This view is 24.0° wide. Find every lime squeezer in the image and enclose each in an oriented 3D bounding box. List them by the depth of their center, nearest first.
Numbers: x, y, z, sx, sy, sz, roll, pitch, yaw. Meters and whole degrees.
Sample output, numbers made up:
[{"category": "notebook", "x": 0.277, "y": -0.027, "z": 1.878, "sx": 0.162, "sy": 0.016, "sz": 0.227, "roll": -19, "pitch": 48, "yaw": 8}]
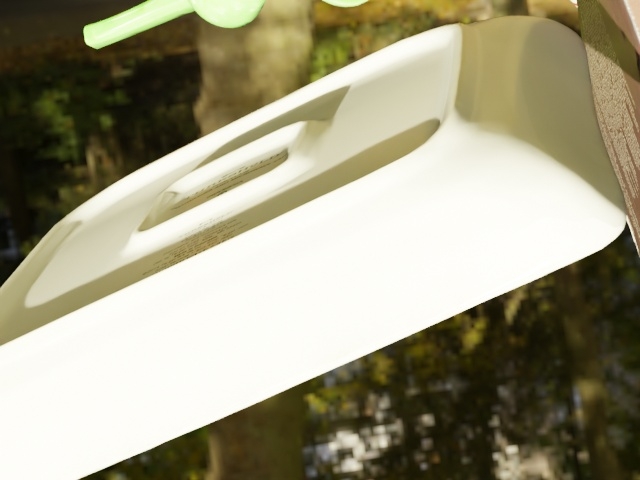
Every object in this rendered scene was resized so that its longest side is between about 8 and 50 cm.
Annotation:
[{"category": "lime squeezer", "x": -0.010, "y": -0.151, "z": 0.892, "sx": 0.310, "sy": 0.059, "sz": 0.110, "roll": -10, "pitch": 160, "yaw": 12}]

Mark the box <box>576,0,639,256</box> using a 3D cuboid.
[{"category": "box", "x": 0.242, "y": -0.100, "z": 0.783, "sx": 0.191, "sy": 0.143, "sz": 0.381, "roll": -18, "pitch": 157, "yaw": 8}]

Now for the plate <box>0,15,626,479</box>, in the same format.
[{"category": "plate", "x": -0.027, "y": -0.007, "z": 0.581, "sx": 0.277, "sy": 0.045, "sz": 0.278, "roll": -24, "pitch": -164, "yaw": 14}]

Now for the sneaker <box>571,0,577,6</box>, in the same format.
[{"category": "sneaker", "x": 0.368, "y": -0.386, "z": 2.019, "sx": 0.087, "sy": 0.128, "sz": 0.221, "roll": -36, "pitch": 166, "yaw": -10}]
